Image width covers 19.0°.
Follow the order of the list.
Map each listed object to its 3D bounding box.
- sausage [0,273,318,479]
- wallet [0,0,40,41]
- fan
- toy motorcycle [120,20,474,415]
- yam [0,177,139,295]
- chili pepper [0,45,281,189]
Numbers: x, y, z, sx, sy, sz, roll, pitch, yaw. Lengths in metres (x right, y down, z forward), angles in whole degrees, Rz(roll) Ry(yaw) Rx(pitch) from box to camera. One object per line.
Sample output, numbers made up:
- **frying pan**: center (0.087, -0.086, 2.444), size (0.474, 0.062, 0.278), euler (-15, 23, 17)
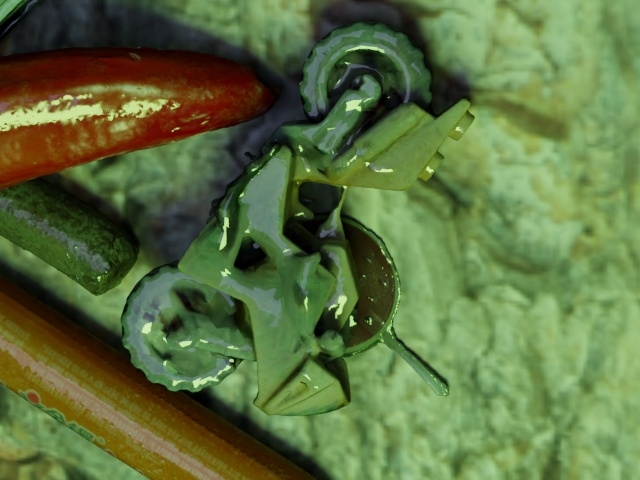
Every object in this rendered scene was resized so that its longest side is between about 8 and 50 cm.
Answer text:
- **sausage**: center (-0.129, 0.086, 1.101), size (0.348, 0.053, 0.053), euler (32, 113, 5)
- **wallet**: center (-0.258, -0.204, 1.041), size (0.176, 0.075, 0.250), euler (-40, 93, 18)
- **fan**: center (0.022, 0.041, 1.065), size (0.133, 0.005, 0.085), euler (41, 113, 3)
- **toy motorcycle**: center (0.000, 0.000, 1.015), size (0.130, 0.094, 0.229), euler (37, 98, 2)
- **yam**: center (-0.151, -0.007, 1.085), size (0.094, 0.043, 0.043), euler (30, 113, 8)
- **chili pepper**: center (-0.105, -0.070, 1.032), size (0.169, 0.088, 0.065), euler (-7, 63, 1)
